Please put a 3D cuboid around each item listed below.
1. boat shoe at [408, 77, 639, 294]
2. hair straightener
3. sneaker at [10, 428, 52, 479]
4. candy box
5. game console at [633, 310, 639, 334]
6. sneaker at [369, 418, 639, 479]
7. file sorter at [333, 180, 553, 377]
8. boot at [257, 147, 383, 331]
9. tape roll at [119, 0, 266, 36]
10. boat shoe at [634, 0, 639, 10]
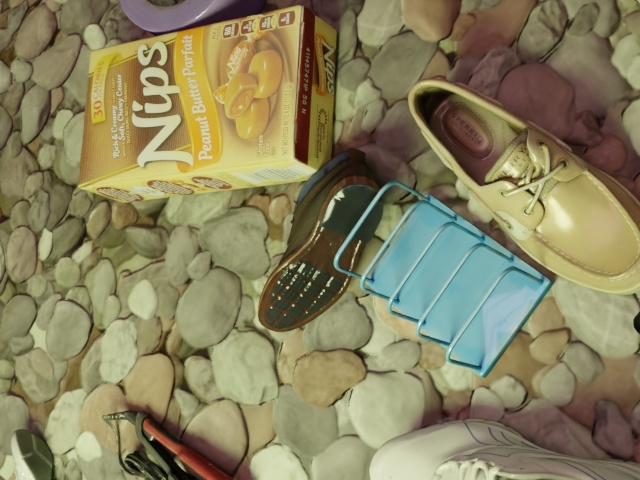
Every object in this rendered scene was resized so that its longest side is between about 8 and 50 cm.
[{"bbox_3d":[0.199,-0.059,1.035,0.109,0.098,0.302,-50,58,11],"label":"boat shoe"},{"bbox_3d":[-0.180,0.267,1.214,0.230,0.047,0.089,28,93,33],"label":"hair straightener"},{"bbox_3d":[-0.356,0.304,1.309,0.061,0.054,0.152,-38,62,21],"label":"sneaker"},{"bbox_3d":[-0.138,-0.154,1.270,0.316,0.087,0.182,-5,75,30],"label":"candy box"},{"bbox_3d":[0.343,0.068,0.934,0.071,0.107,0.122,-36,57,-13],"label":"game console"},{"bbox_3d":[0.170,0.221,0.965,0.297,0.129,0.111,2,81,33],"label":"sneaker"},{"bbox_3d":[0.116,0.033,1.060,0.170,0.104,0.118,39,99,33],"label":"file sorter"},{"bbox_3d":[0.000,0.000,1.172,0.219,0.082,0.106,-54,20,29],"label":"boot"},{"bbox_3d":[-0.157,-0.335,1.332,0.189,0.080,0.189,-8,73,29],"label":"tape roll"},{"bbox_3d":[0.435,-0.254,0.941,0.324,0.097,0.116,-1,77,31],"label":"boat shoe"}]
